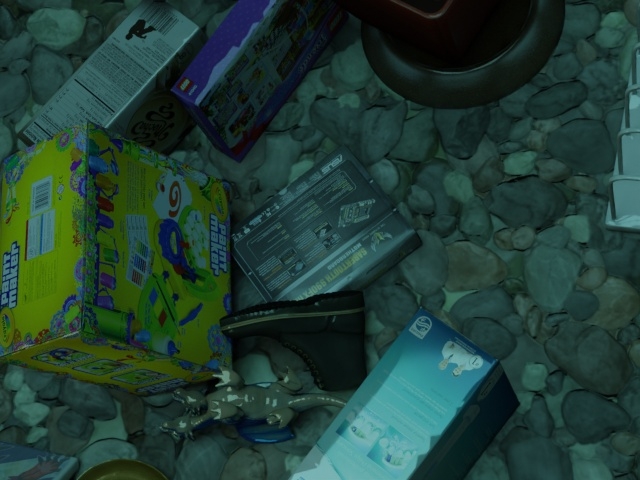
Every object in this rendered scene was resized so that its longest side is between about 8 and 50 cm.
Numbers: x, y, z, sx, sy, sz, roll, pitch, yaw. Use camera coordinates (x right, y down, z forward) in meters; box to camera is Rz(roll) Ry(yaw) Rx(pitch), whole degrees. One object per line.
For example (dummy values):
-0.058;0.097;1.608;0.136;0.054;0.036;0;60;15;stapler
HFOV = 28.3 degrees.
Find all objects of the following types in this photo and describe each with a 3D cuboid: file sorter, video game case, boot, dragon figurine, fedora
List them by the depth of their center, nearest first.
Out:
0.490;-0.161;1.672;0.193;0.173;0.277;8;71;18;file sorter
-0.031;0.149;1.713;0.198;0.077;0.137;-8;97;0;boot
-0.076;0.226;1.722;0.289;0.144;0.085;1;71;-2;dragon figurine
-0.282;0.383;1.725;0.194;0.079;0.194;-6;67;14;fedora
-0.463;0.345;1.750;0.183;0.023;0.201;9;28;18;video game case

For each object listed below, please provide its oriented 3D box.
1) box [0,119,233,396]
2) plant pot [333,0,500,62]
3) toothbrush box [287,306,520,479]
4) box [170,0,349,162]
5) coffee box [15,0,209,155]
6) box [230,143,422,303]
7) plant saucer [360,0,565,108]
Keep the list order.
-0.274;0.035;1.727;0.177;0.279;0.290;-19;62;35;box
0.145;-0.405;1.777;0.267;0.236;0.267;30;81;24;plant pot
0.105;0.260;1.590;0.126;0.216;0.295;34;82;25;toothbrush box
-0.083;-0.279;1.862;0.057;0.201;0.293;32;80;23;box
-0.288;-0.200;1.908;0.119;0.168;0.297;39;84;26;coffee box
0.000;0.000;1.809;0.231;0.056;0.183;-38;65;-1;box
0.206;-0.345;1.894;0.311;0.050;0.310;-6;68;14;plant saucer
